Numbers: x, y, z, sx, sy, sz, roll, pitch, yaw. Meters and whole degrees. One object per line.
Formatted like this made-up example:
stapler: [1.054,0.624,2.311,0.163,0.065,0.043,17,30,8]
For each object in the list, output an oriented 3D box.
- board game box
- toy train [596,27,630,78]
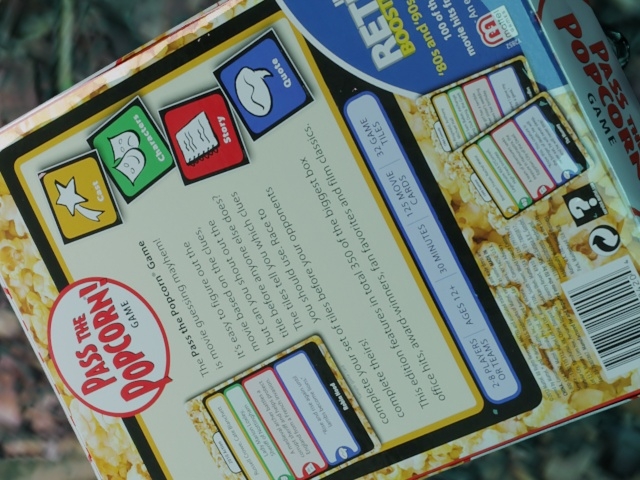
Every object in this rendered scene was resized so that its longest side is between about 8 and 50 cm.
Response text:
board game box: [0.000,0.000,0.517,0.193,0.045,0.146,-25,92,28]
toy train: [0.037,-0.097,0.515,0.036,0.027,0.158,-34,88,21]
